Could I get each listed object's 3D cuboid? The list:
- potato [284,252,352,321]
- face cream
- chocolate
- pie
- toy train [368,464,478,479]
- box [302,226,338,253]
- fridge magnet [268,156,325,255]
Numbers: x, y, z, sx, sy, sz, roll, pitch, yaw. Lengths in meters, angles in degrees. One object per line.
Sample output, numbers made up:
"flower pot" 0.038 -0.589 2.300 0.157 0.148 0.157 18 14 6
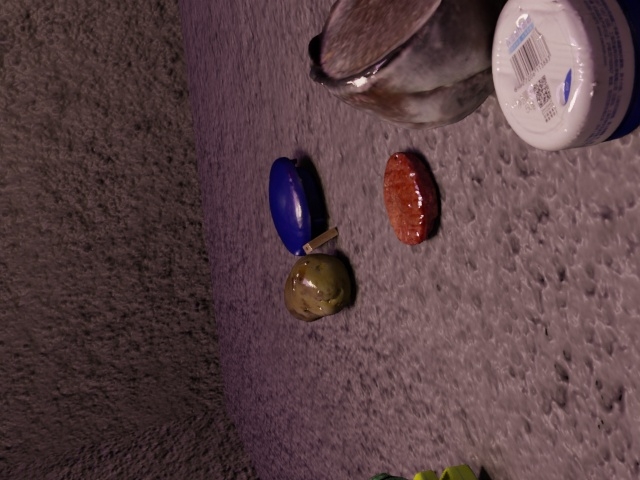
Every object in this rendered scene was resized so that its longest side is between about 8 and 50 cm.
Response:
"potato" -0.014 0.117 2.097 0.262 0.165 0.165 150 107 -67
"face cream" 0.296 -0.212 1.006 0.206 0.111 0.206 166 90 -71
"chocolate" 0.157 -0.282 1.186 0.303 0.213 0.303 -36 34 29
"pie" 0.166 -0.079 1.582 0.182 0.049 0.182 169 90 -72
"toy train" 0.243 0.575 1.437 0.442 0.272 0.179 58 141 46
"box" 0.000 0.000 2.076 0.024 0.083 0.053 59 161 2
"fridge magnet" -0.070 -0.089 2.183 0.265 0.112 0.266 168 90 -72
